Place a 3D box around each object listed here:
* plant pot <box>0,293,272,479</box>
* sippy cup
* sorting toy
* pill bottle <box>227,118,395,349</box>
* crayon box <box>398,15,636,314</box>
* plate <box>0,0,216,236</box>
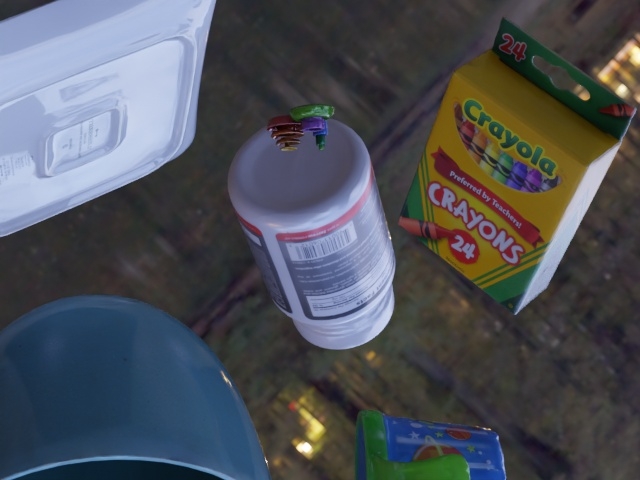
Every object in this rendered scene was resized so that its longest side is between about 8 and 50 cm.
[{"bbox_3d":[-0.184,0.188,1.033,0.293,0.293,0.235,-49,-147,25],"label":"plant pot"},{"bbox_3d":[0.174,0.385,1.993,0.305,0.224,0.240,-100,-169,-69],"label":"sippy cup"},{"bbox_3d":[-0.018,-0.125,1.426,0.061,0.042,0.102,0,172,-34],"label":"sorting toy"},{"bbox_3d":[0.000,0.000,1.903,0.210,0.210,0.363,-45,146,-20],"label":"pill bottle"},{"bbox_3d":[0.227,-0.085,1.514,0.081,0.202,0.318,-34,153,-38],"label":"crayon box"},{"bbox_3d":[-0.203,-0.096,1.017,0.278,0.045,0.277,-26,161,-23],"label":"plate"}]
